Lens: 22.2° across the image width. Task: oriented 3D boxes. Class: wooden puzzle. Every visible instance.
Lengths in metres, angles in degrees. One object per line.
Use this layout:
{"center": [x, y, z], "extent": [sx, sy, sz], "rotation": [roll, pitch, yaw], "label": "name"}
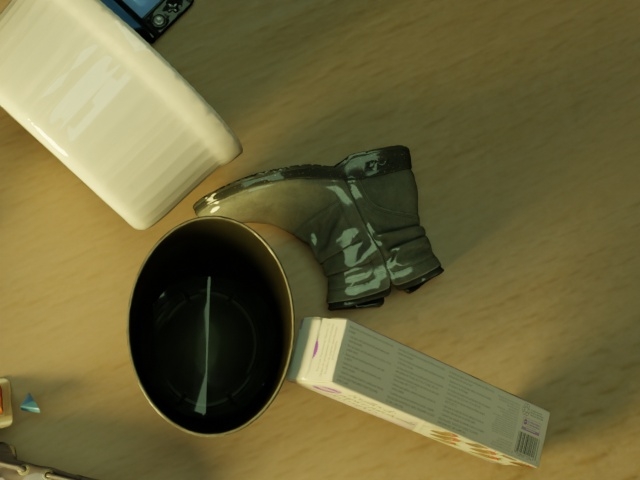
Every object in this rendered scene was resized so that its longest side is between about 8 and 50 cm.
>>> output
{"center": [-0.347, 0.168, 1.649], "extent": [0.116, 0.014, 0.078], "rotation": [-15, 36, -13], "label": "wooden puzzle"}

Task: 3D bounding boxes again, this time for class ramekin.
{"center": [-0.222, -0.136, 1.617], "extent": [0.277, 0.277, 0.135], "rotation": [43, 86, 4], "label": "ramekin"}

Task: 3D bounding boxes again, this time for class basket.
{"center": [-0.110, 0.100, 1.597], "extent": [0.154, 0.227, 0.204], "rotation": [1, 78, -5], "label": "basket"}

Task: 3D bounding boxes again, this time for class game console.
{"center": [-0.211, -0.273, 1.742], "extent": [0.122, 0.071, 0.107], "rotation": [43, 78, 3], "label": "game console"}

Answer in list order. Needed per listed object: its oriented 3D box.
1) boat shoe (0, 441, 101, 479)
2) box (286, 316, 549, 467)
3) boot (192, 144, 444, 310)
{"center": [-0.323, 0.247, 1.619], "extent": [0.285, 0.103, 0.092], "rotation": [16, 56, 5], "label": "boat shoe"}
{"center": [0.104, 0.153, 1.595], "extent": [0.324, 0.063, 0.067], "rotation": [25, 72, -42], "label": "box"}
{"center": [0.000, 0.000, 1.707], "extent": [0.246, 0.083, 0.161], "rotation": [-12, 86, -6], "label": "boot"}
